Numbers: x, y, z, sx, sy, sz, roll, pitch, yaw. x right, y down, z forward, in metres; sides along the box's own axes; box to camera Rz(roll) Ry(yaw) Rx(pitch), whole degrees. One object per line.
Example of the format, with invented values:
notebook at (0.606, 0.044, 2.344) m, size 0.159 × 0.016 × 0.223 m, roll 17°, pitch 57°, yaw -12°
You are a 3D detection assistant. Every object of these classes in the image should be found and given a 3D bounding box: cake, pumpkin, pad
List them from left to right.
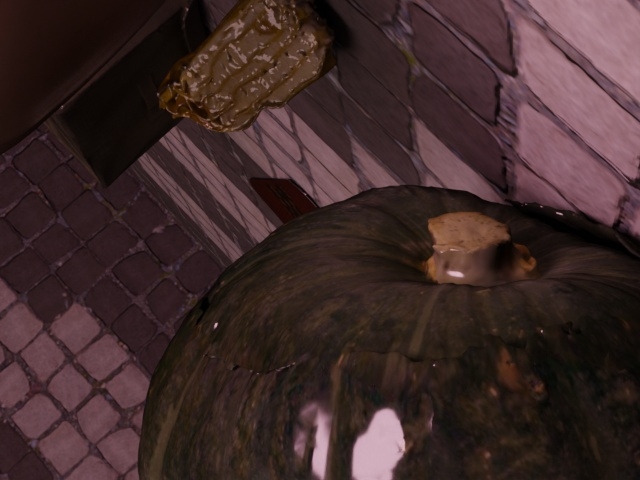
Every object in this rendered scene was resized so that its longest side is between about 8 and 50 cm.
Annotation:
cake at (-0.028, -0.134, 0.947) m, size 0.080 × 0.116 × 0.185 m, roll 44°, pitch 141°, yaw -5°
pad at (0.000, 0.000, 1.545) m, size 0.181 × 0.004 × 0.267 m, roll 49°, pitch 171°, yaw -10°
pumpkin at (0.068, 0.110, 0.732) m, size 0.327 × 0.291 × 0.258 m, roll 20°, pitch 119°, yaw 45°

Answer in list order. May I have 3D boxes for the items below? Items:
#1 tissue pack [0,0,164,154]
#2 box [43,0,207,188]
tissue pack at (-0.230, -0.233, 0.675) m, size 0.387 × 0.267 × 0.277 m, roll 46°, pitch 155°, yaw -9°
box at (-0.195, -0.169, 1.240) m, size 0.155 × 0.149 × 0.231 m, roll 47°, pitch 172°, yaw 9°
